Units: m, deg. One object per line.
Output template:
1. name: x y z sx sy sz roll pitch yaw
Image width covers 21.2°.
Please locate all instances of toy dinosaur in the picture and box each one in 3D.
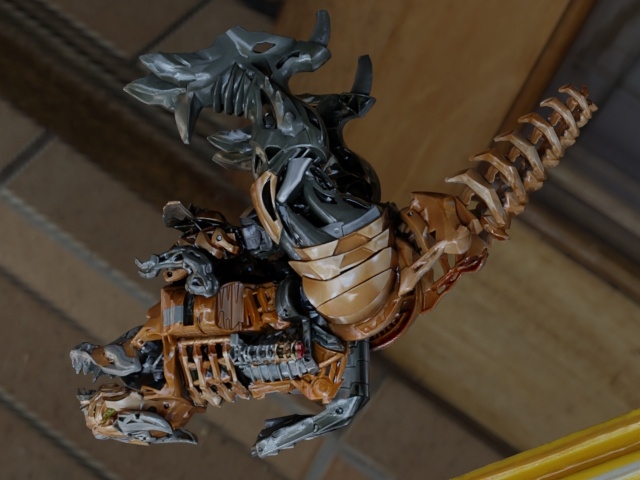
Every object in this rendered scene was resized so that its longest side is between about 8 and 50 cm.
1. toy dinosaur: 0.000 0.000 0.985 0.322 0.164 0.218 -19 66 -10

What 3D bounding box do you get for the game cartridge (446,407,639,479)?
1. game cartridge: 0.257 0.211 1.180 0.323 0.285 0.053 39 36 -44
